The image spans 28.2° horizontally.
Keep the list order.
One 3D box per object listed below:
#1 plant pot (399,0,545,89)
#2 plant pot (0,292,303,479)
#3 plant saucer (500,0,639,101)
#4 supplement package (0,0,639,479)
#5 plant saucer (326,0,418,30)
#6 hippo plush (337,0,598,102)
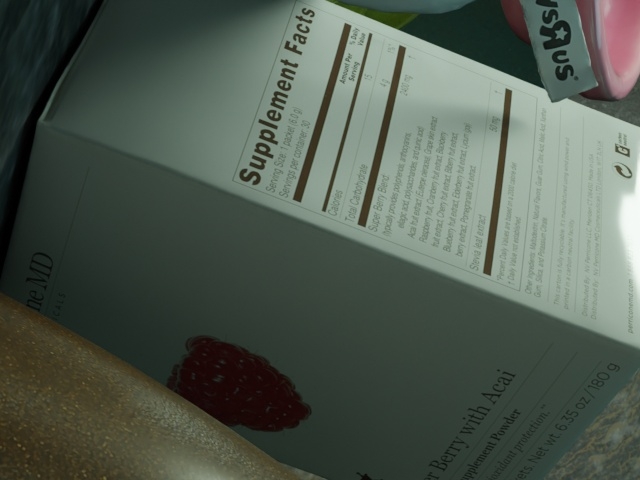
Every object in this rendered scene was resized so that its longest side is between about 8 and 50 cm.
[{"bbox_3d":[0.052,-0.211,1.140,0.341,0.334,0.341,-160,-90,-84],"label":"plant pot"},{"bbox_3d":[-0.071,0.150,0.469,0.215,0.230,0.215,-158,-90,-84],"label":"plant pot"},{"bbox_3d":[0.194,-0.268,0.911,0.332,0.084,0.332,7,90,-69],"label":"plant saucer"},{"bbox_3d":[0.000,0.000,0.672,0.175,0.293,0.177,-75,-172,-46],"label":"supplement package"},{"bbox_3d":[-0.006,-0.151,0.811,0.037,0.241,0.241,66,-18,11],"label":"plant saucer"},{"bbox_3d":[0.023,-0.166,0.543,0.234,0.294,0.236,-18,-168,34],"label":"hippo plush"}]
